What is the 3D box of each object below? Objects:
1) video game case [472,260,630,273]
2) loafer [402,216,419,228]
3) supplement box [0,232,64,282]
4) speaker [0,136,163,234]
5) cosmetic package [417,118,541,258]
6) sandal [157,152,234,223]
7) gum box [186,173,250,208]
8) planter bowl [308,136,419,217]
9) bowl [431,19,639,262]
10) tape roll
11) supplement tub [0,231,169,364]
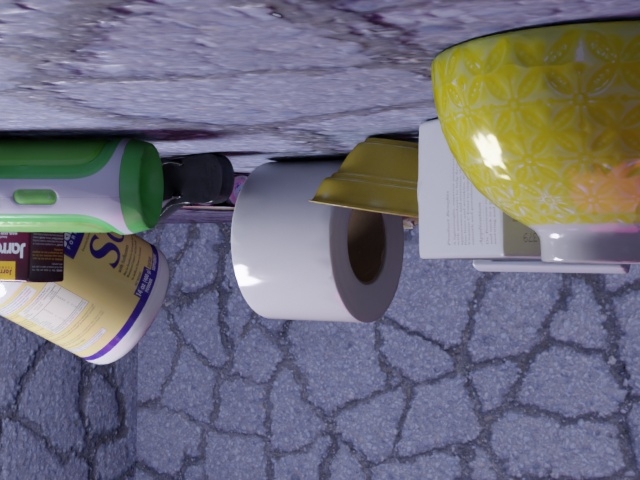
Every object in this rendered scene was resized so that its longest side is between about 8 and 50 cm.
[{"bbox_3d":[0.279,-0.044,1.262,0.190,0.173,0.022,0,155,38],"label":"video game case"},{"bbox_3d":[0.147,-0.065,1.796,0.092,0.102,0.268,8,176,-22],"label":"loafer"},{"bbox_3d":[-0.440,-0.033,1.602,0.104,0.188,0.081,0,178,25],"label":"supplement box"},{"bbox_3d":[-0.357,-0.069,1.383,0.296,0.131,0.131,1,179,8],"label":"speaker"},{"bbox_3d":[0.207,-0.055,1.130,0.151,0.151,0.183,1,180,-21],"label":"cosmetic package"},{"bbox_3d":[-0.230,-0.083,1.613,0.254,0.097,0.054,-15,170,43],"label":"sandal"},{"bbox_3d":[-0.217,-0.086,1.896,0.188,0.062,0.107,1,178,-32],"label":"gum box"},{"bbox_3d":[0.097,-0.076,1.343,0.217,0.090,0.217,8,-177,0],"label":"planter bowl"},{"bbox_3d":[0.225,-0.060,0.825,0.289,0.156,0.289,1,179,0],"label":"bowl"},{"bbox_3d":[0.000,0.000,1.633,0.169,0.246,0.246,-1,178,29],"label":"tape roll"},{"bbox_3d":[-0.457,0.045,1.894,0.331,0.241,0.241,34,161,-29],"label":"supplement tub"}]
